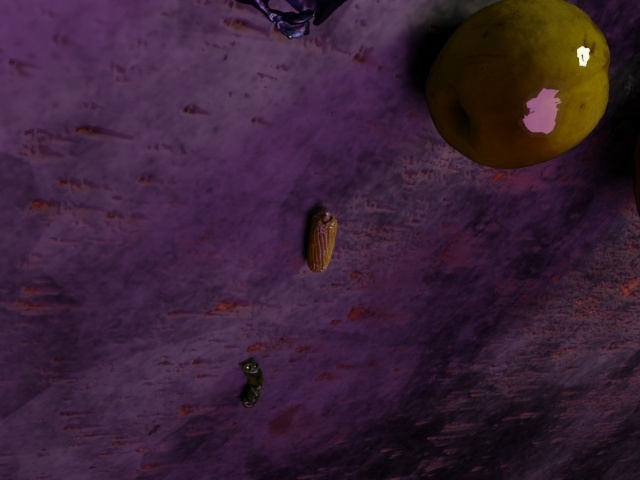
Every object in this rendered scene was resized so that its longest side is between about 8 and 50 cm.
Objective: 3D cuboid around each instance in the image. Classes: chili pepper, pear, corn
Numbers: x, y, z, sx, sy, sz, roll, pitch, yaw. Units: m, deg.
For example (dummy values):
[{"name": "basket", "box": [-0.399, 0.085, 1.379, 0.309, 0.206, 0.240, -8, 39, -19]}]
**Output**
[{"name": "chili pepper", "box": [-0.077, 0.165, 1.046, 0.027, 0.022, 0.083, -52, 159, -41]}, {"name": "pear", "box": [0.179, -0.138, 0.806, 0.162, 0.149, 0.149, -24, 143, -12]}, {"name": "corn", "box": [0.000, 0.000, 0.915, 0.027, 0.028, 0.083, -23, 147, -27]}]

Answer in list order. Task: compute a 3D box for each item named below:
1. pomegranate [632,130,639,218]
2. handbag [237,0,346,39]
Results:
[{"name": "pomegranate", "box": [0.516, -0.097, 1.018, 0.338, 0.338, 0.338, -23, 143, -19]}, {"name": "handbag", "box": [0.012, -0.257, 0.560, 0.260, 0.113, 0.162, -44, 149, 10]}]
